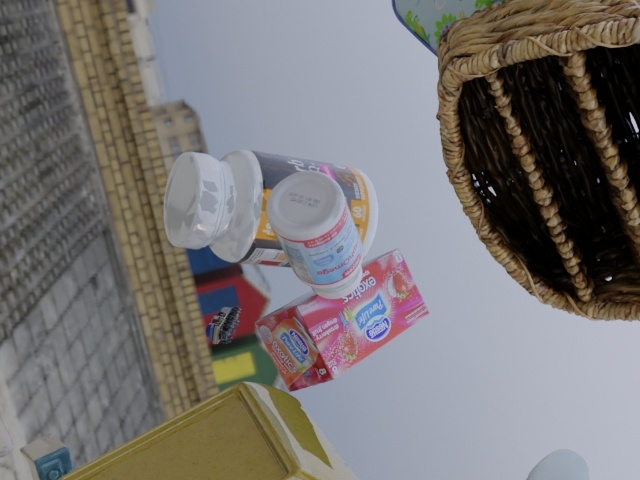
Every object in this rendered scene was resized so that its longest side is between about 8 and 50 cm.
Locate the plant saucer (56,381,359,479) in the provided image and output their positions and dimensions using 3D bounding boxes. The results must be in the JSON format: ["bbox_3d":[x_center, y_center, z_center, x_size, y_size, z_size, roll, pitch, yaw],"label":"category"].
[{"bbox_3d":[-0.138,0.264,0.885,0.081,0.332,0.333,67,-12,-19],"label":"plant saucer"}]

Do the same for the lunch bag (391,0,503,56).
[{"bbox_3d":[0.170,-0.308,0.959,0.176,0.090,0.219,51,-46,36],"label":"lunch bag"}]

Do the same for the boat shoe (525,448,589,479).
[{"bbox_3d":[0.271,0.365,1.154,0.078,0.219,0.070,36,-27,8],"label":"boat shoe"}]

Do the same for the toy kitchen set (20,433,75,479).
[{"bbox_3d":[-0.235,0.297,1.105,0.122,0.207,0.166,18,-58,49],"label":"toy kitchen set"}]

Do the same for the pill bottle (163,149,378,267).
[{"bbox_3d":[-0.071,-0.043,1.284,0.162,0.278,0.162,-16,-109,58],"label":"pill bottle"}]

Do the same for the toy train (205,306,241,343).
[{"bbox_3d":[-0.133,0.113,1.227,0.158,0.036,0.027,-91,-170,-84],"label":"toy train"}]

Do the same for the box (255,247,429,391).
[{"bbox_3d":[0.040,0.125,1.449,0.122,0.257,0.128,-25,-89,48],"label":"box"}]

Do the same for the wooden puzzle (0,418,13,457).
[{"bbox_3d":[-0.611,0.241,1.131,0.322,0.348,0.080,44,-23,36],"label":"wooden puzzle"}]

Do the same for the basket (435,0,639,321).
[{"bbox_3d":[0.226,-0.064,0.811,0.223,0.213,0.299,-87,152,-59],"label":"basket"}]

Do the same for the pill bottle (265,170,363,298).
[{"bbox_3d":[0.000,0.000,1.014,0.160,0.087,0.087,65,2,-54],"label":"pill bottle"}]
